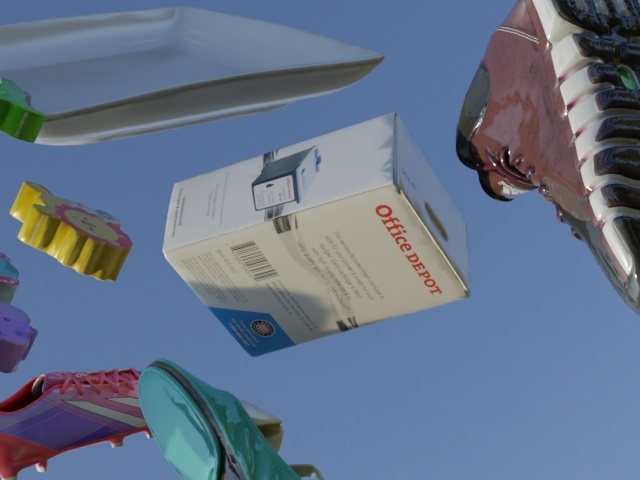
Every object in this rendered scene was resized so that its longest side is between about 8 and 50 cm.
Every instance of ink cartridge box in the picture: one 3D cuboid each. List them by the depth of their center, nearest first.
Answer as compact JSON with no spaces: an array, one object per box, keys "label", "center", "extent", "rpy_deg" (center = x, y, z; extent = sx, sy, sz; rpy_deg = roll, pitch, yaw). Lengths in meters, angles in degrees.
[{"label":"ink cartridge box","center":[0.000,0.000,1.159],"extent":[0.191,0.082,0.139],"rpy_deg":[-18,-46,20]}]

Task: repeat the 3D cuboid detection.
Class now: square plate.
[{"label":"square plate","center":[-0.178,-0.149,1.357],"extent":[0.347,0.344,0.049],"rpy_deg":[-14,-68,-33]}]

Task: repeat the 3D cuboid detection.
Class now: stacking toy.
[{"label":"stacking toy","center":[-0.163,0.029,0.752],"extent":[0.052,0.221,0.167],"rpy_deg":[22,-76,-25]}]

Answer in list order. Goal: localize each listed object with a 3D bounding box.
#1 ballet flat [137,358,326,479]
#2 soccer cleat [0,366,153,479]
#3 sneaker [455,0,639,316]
[{"label":"ballet flat","center":[-0.051,0.181,1.192],"extent":[0.087,0.247,0.083],"rpy_deg":[-10,-46,-36]},{"label":"soccer cleat","center":[-0.235,0.163,1.540],"extent":[0.248,0.083,0.095],"rpy_deg":[-18,-76,-32]},{"label":"sneaker","center":[0.171,-0.042,1.029],"extent":[0.106,0.281,0.162],"rpy_deg":[7,-35,-27]}]
